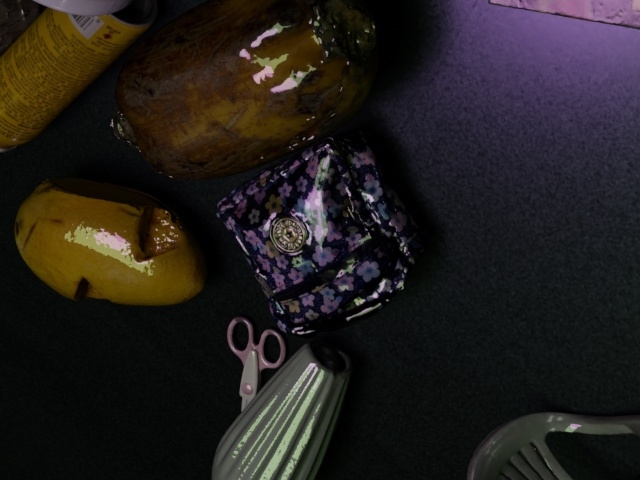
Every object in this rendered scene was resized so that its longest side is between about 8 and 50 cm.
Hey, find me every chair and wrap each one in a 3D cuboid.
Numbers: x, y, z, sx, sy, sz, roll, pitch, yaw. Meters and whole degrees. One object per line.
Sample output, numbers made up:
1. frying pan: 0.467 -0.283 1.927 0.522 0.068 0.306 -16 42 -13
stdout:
1. chair: 0.313 0.317 1.825 0.190 0.203 0.274 -21 105 50

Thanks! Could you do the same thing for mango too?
1. mango: -0.265 0.007 2.101 0.262 0.130 0.167 11 120 24

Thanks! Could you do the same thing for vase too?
1. vase: -0.041 0.233 2.068 0.128 0.128 0.248 37 118 14

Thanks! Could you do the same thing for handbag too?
1. handbag: 0.000 0.000 1.922 0.229 0.127 0.207 -28 93 30

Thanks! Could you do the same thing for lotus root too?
1. lotus root: -0.093 -0.177 1.855 0.397 0.179 0.195 -16 89 45

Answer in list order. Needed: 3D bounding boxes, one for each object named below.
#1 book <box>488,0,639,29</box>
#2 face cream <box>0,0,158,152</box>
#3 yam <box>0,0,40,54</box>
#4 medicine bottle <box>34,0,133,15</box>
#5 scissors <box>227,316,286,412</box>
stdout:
1. book: 0.277 -0.297 1.660 0.228 0.024 0.160 15 117 28
2. face cream: -0.339 -0.211 2.057 0.349 0.105 0.105 -37 89 39
3. yam: -0.487 -0.266 2.050 0.154 0.254 0.154 24 127 37
4. medicine bottle: -0.244 -0.401 1.815 0.238 0.238 0.232 48 130 4
5. scissors: -0.090 0.182 2.135 0.085 0.022 0.176 20 119 21
